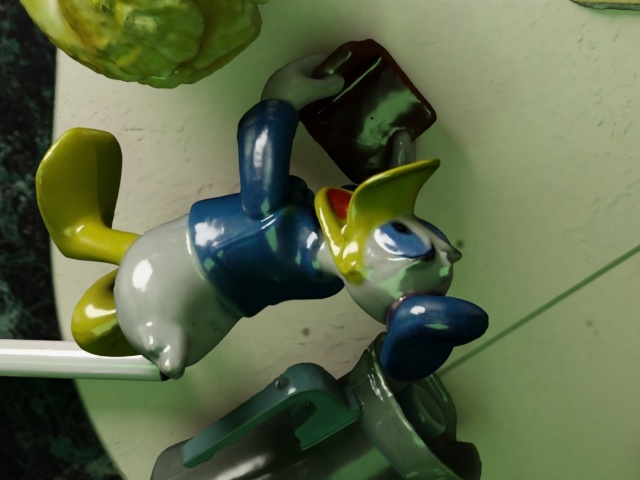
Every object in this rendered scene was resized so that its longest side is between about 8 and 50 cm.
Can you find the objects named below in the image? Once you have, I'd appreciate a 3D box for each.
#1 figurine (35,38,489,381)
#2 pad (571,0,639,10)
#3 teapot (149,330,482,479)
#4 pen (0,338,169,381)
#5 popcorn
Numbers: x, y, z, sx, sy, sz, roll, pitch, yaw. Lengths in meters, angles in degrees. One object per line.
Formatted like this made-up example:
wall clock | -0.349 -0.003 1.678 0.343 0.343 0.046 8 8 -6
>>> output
figurine | 0.000 0.000 1.314 0.283 0.338 0.204 -50 135 -16
pad | 0.331 -0.220 1.251 0.376 0.063 0.314 3 115 8
teapot | -0.014 0.175 1.423 0.225 0.171 0.203 -36 138 15
pen | -0.247 0.090 1.499 0.269 0.033 0.033 1 114 8
popcorn | -0.109 -0.211 1.269 0.198 0.212 0.198 13 159 5
